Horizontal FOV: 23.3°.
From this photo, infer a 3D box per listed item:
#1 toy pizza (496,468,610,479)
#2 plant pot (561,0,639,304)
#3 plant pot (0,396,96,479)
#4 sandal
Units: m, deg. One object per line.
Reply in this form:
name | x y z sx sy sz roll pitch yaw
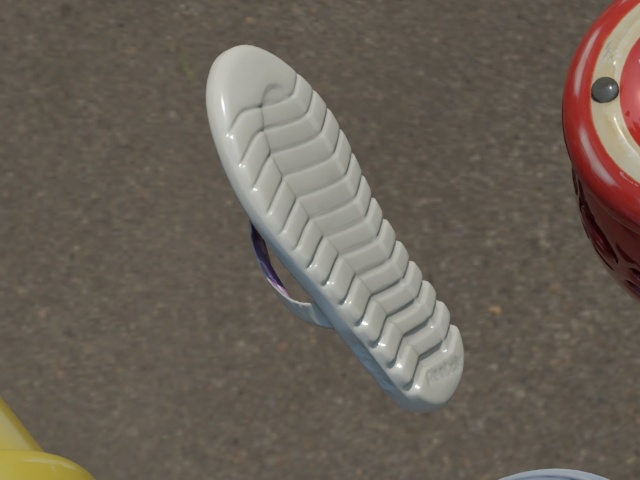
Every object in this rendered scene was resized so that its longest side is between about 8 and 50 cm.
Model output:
toy pizza | 0.113 0.220 0.838 0.201 0.032 0.201 -23 47 28
plant pot | 0.237 -0.057 0.894 0.191 0.174 0.191 -5 71 14
plant pot | -0.237 0.141 0.765 0.254 0.254 0.239 -44 60 26
sandal | -0.007 0.007 1.525 0.102 0.169 0.416 -23 105 38
